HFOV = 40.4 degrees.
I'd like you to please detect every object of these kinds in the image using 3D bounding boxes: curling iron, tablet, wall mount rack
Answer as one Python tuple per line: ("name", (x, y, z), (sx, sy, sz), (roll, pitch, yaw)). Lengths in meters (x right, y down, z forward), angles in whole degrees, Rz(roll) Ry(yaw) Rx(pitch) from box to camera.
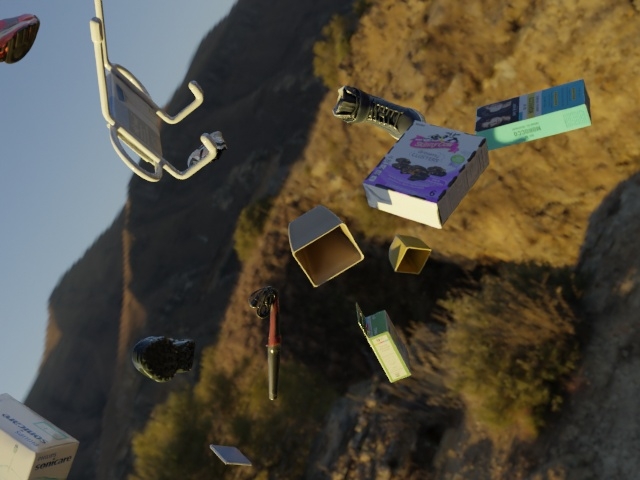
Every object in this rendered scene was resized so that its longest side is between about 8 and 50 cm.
("curling iron", (-0.115, 0.226, 1.924), (0.035, 0.068, 0.274), (-139, 42, -62))
("tablet", (-0.170, 0.408, 1.650), (0.006, 0.054, 0.083), (-56, -35, 5))
("wall mount rack", (-0.310, -0.268, 1.455), (0.130, 0.304, 0.350), (-37, 37, 13))

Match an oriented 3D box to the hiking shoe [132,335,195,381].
("hiking shoe", (-0.426, 0.300, 2.214), (0.304, 0.132, 0.113), (37, -123, -76))

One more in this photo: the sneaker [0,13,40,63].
("sneaker", (-0.775, -0.465, 1.990), (0.314, 0.136, 0.116), (-50, -1, -44))

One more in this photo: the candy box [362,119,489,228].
("candy box", (0.204, -0.131, 1.664), (0.196, 0.164, 0.070), (-50, -38, -29))

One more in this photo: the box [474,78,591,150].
("box", (0.467, -0.275, 1.920), (0.244, 0.060, 0.101), (-13, 39, 25))

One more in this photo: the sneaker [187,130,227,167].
("sneaker", (-0.232, -0.173, 1.777), (0.040, 0.044, 0.109), (-9, -29, -52))

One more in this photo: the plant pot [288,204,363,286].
("plant pot", (0.000, 0.000, 1.625), (0.109, 0.109, 0.096), (-31, 43, 1))

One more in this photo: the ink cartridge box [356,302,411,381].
("ink cartridge box", (0.167, 0.258, 2.292), (0.062, 0.209, 0.109), (-24, 24, 11))

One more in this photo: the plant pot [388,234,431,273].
("plant pot", (0.224, 0.029, 2.263), (0.083, 0.081, 0.081), (58, 132, 47))

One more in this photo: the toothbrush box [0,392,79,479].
("toothbrush box", (-0.628, 0.479, 1.687), (0.126, 0.216, 0.296), (3, -71, -64))

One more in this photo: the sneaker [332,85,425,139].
("sneaker", (0.130, -0.303, 2.077), (0.226, 0.163, 0.086), (31, 107, 46))
